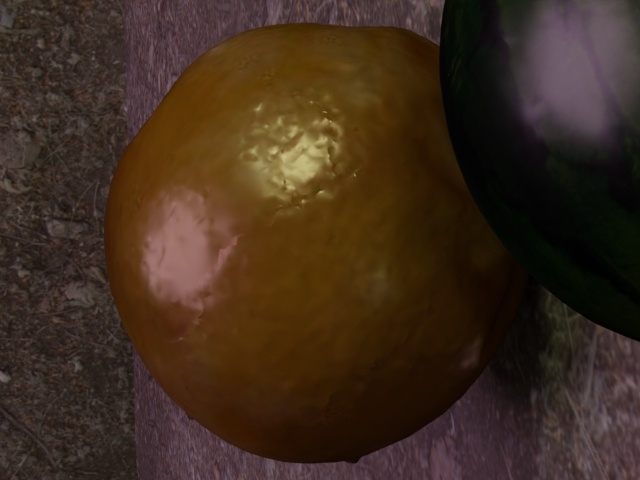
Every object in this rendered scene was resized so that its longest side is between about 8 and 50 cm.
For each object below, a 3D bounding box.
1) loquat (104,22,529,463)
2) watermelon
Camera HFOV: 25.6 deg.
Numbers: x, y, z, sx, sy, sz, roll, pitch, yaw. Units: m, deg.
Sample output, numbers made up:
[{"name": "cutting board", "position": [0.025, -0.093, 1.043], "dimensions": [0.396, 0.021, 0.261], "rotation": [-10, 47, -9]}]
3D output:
[{"name": "loquat", "position": [0.000, 0.000, 1.034], "dimensions": [0.328, 0.328, 0.328], "rotation": [175, 90, -74]}, {"name": "watermelon", "position": [0.166, -0.076, 0.576], "dimensions": [0.242, 0.242, 0.242], "rotation": [175, 90, -74]}]
